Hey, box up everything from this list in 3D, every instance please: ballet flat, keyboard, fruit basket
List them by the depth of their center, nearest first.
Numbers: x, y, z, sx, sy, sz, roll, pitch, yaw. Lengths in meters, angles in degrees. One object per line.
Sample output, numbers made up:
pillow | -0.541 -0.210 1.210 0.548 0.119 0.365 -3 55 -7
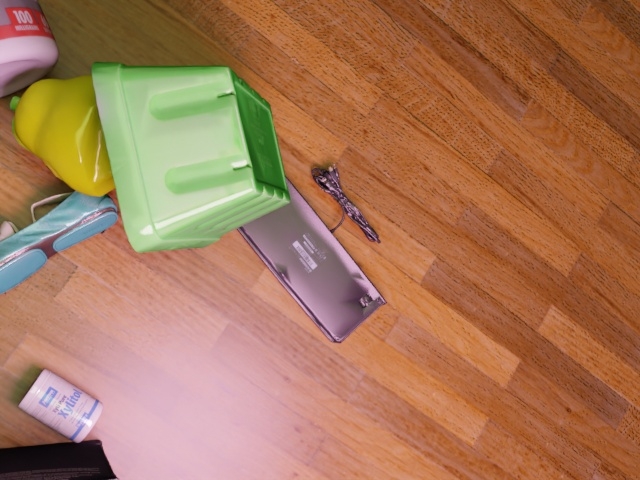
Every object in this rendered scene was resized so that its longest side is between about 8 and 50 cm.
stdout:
fruit basket | -0.257 -0.119 1.147 0.392 0.392 0.282 -12 89 -19
ballet flat | -0.429 -0.007 1.211 0.247 0.083 0.087 -34 72 -18
keyboard | 0.000 0.000 1.372 0.201 0.033 0.317 -40 99 -11

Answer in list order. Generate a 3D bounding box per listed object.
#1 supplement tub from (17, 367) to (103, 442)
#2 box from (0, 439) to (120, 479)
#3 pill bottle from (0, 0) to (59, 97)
supplement tub | -0.387 0.247 1.198 0.107 0.071 0.071 35 75 -14
box | -0.364 0.465 1.060 0.179 0.312 0.343 -1 85 -18
pill bottle | -0.536 -0.388 1.129 0.210 0.210 0.362 -24 94 -19
